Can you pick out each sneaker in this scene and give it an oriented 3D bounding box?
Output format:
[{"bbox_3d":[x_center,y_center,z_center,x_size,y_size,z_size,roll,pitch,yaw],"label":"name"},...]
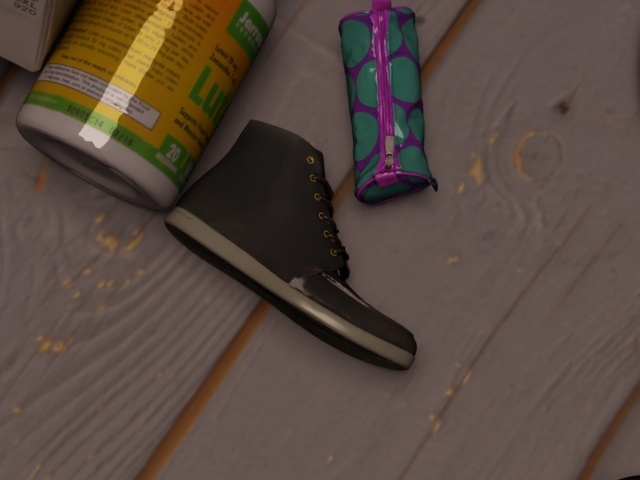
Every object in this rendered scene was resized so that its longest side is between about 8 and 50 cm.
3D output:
[{"bbox_3d":[0.000,0.000,1.180,0.222,0.083,0.118,34,80,10],"label":"sneaker"}]

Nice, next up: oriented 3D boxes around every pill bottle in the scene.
[{"bbox_3d":[-0.118,-0.159,1.195,0.136,0.136,0.245,26,79,8],"label":"pill bottle"}]

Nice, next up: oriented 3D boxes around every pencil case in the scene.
[{"bbox_3d":[0.051,-0.107,1.211,0.065,0.070,0.151,-6,75,1],"label":"pencil case"}]

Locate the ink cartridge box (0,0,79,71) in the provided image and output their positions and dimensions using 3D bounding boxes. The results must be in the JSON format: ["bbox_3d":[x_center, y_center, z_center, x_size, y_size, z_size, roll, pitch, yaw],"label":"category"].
[{"bbox_3d":[-0.229,-0.284,1.150,0.171,0.168,0.232,25,64,-3],"label":"ink cartridge box"}]

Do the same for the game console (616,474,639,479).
[{"bbox_3d":[0.212,0.371,1.015,0.386,0.060,0.342,-47,47,-8],"label":"game console"}]
